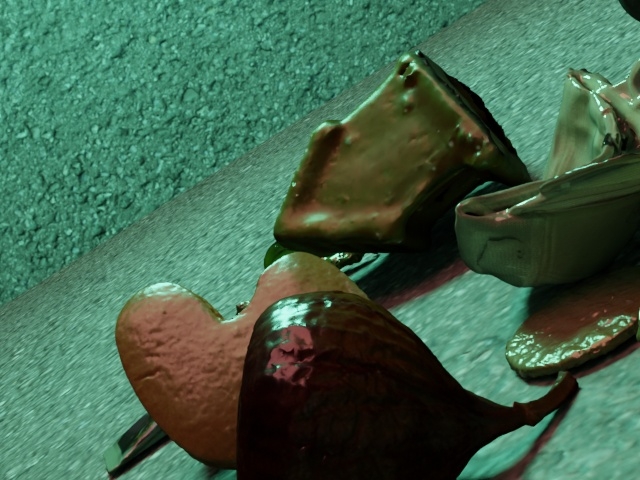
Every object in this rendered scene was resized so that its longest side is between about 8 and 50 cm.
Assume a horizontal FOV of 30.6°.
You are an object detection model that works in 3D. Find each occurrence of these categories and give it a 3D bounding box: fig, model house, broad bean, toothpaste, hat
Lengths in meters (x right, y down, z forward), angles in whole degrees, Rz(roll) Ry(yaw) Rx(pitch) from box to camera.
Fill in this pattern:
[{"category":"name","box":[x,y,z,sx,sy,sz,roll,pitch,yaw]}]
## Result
[{"category":"fig","box":[0.052,0.110,0.668,0.201,0.146,0.134,7,16,-4]},{"category":"model house","box":[0.080,-0.053,1.184,0.239,0.173,0.268,-41,-19,12]},{"category":"broad bean","box":[0.000,0.000,1.399,0.144,0.049,0.292,-23,14,8]},{"category":"toothpaste","box":[-0.116,0.143,1.101,0.216,0.037,0.062,-38,13,-8]},{"category":"hat","box":[0.221,-0.044,0.823,0.226,0.164,0.219,6,39,38]}]

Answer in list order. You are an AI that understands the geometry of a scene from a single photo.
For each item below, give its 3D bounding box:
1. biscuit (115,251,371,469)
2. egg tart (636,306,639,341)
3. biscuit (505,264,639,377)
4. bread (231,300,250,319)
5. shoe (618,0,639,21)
[{"category":"biscuit","box":[-0.058,0.076,0.919,0.192,0.186,0.036,-35,-32,-9]},{"category":"egg tart","box":[0.301,-0.054,0.533,0.388,0.169,0.388,-35,9,7]},{"category":"biscuit","box":[0.173,0.052,0.766,0.120,0.015,0.120,-31,11,7]},{"category":"bread","box":[-0.062,0.112,0.969,0.113,0.082,0.060,-54,28,-8]},{"category":"shoe","box":[0.482,-0.341,1.449,0.241,0.108,0.093,-23,11,9]}]
